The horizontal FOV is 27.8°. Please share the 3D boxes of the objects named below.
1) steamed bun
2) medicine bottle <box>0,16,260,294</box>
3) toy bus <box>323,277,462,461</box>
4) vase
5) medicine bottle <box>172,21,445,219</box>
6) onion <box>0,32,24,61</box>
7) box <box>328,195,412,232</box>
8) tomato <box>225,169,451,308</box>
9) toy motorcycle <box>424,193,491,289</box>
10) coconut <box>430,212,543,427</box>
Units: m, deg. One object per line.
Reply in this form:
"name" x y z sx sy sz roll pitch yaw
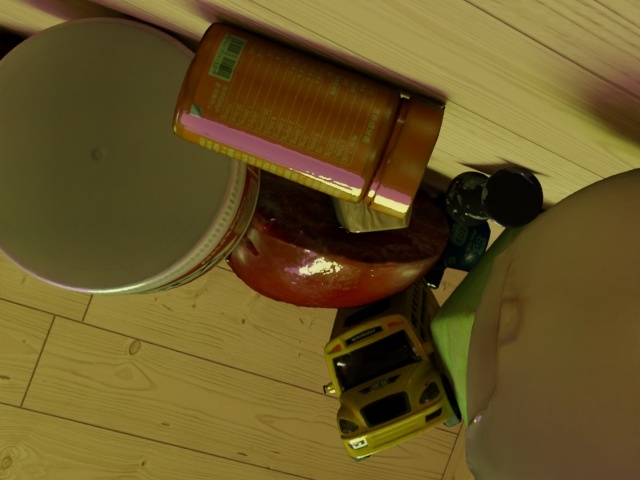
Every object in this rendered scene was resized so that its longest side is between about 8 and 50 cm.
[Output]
"steamed bun" 0.258 0.094 0.777 0.309 0.309 0.309 20 179 0
"medicine bottle" -0.192 -0.072 1.256 0.252 0.252 0.241 20 179 4
"toy bus" 0.086 0.145 1.635 0.145 0.151 0.331 -23 -168 12
"vase" 0.167 -0.042 1.264 0.059 0.059 0.167 21 179 -7
"medicine bottle" -0.009 -0.092 0.992 0.192 0.096 0.096 20 179 -1
"onion" -0.394 -0.195 1.769 0.272 0.195 0.272 40 -157 -22
"box" 0.051 -0.066 1.420 0.111 0.111 0.177 21 -177 -9
"tomato" -0.005 0.004 1.599 0.309 0.170 0.309 16 -151 -9
"toy motorcycle" 0.144 -0.011 1.836 0.196 0.125 0.331 21 175 10
"coconut" 0.284 0.113 1.495 0.281 0.328 0.328 -15 -161 -30
